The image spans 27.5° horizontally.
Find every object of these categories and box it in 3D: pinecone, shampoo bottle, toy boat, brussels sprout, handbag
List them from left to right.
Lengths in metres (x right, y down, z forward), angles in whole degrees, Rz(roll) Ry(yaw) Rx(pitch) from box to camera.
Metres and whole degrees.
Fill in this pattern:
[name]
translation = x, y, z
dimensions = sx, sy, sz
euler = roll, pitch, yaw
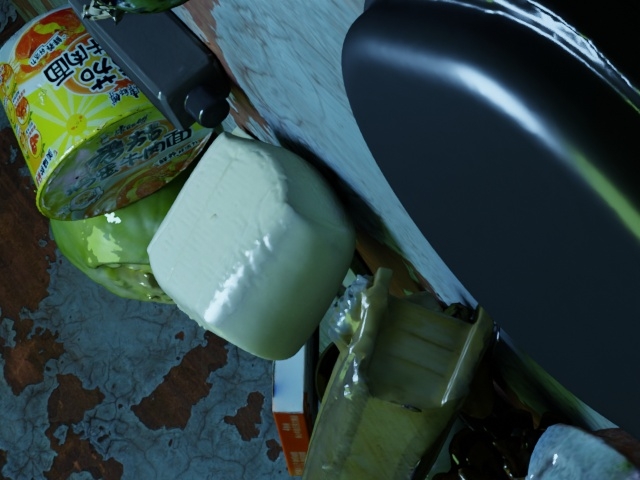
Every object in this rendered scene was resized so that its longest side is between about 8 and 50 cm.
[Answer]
[brussels sprout]
translation = -0.254, -0.032, 1.976
dimensions = 0.344, 0.268, 0.344
euler = 46, -165, -16
[shampoo bottle]
translation = -0.186, -0.212, 1.472
dimensions = 0.246, 0.079, 0.080
euler = 46, 172, 31
[toy boat]
translation = 0.049, 0.165, 1.220
dimensions = 0.135, 0.162, 0.445
euler = 18, 143, 1
[pinecone]
translation = 0.183, 0.284, 1.162
dimensions = 0.224, 0.224, 0.272
euler = 44, 158, 43
[handbag]
translation = 0.119, -0.019, 0.539
dimensions = 0.254, 0.093, 0.308
euler = 56, 172, -24

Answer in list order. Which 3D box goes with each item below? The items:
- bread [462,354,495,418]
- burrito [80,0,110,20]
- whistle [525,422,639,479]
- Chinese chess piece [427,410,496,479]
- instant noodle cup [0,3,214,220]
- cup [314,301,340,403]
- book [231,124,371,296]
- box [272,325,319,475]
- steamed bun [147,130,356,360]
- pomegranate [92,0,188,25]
[bread]
translation = 0.121, 0.103, 1.272
dimensions = 0.154, 0.054, 0.136
euler = 43, 171, 9
[burrito]
translation = -0.211, -0.265, 1.387
dimensions = 0.171, 0.042, 0.051
euler = 2, 91, 62
[whistle]
translation = 0.239, 0.212, 0.870
dimensions = 0.346, 0.133, 0.142
euler = 13, 102, 62
[Chinese chess piece]
translation = 0.134, 0.204, 1.413
dimensions = 0.188, 0.083, 0.188
euler = 48, -170, -11
[instant noodle cup]
translation = -0.296, -0.179, 1.712
dimensions = 0.200, 0.264, 0.264
euler = 58, 175, 15
[cup]
translation = 0.052, 0.170, 1.822
dimensions = 0.155, 0.131, 0.177
euler = 102, 158, -85
[book]
translation = 0.000, 0.000, 1.598
dimensions = 0.201, 0.026, 0.289
euler = 41, 167, 53
[box]
translation = -0.031, 0.159, 1.800
dimensions = 0.273, 0.048, 0.265
euler = 81, -171, -62
[steamed bun]
translation = -0.059, 0.005, 1.358
dimensions = 0.154, 0.200, 0.250
euler = 26, -170, -37
[pomegranate]
translation = -0.141, -0.245, 0.995
dimensions = 0.122, 0.122, 0.162
euler = -147, 57, -67
